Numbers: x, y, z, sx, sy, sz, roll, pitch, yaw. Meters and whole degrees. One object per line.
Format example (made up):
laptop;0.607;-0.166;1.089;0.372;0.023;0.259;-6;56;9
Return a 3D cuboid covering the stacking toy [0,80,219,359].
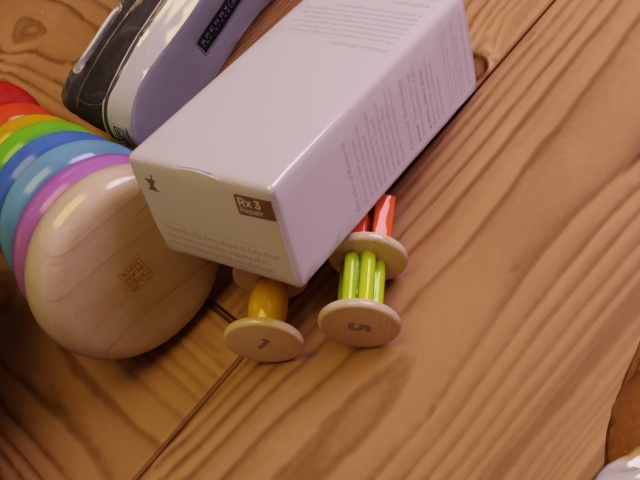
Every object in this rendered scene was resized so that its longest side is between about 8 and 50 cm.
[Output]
stacking toy;-0.213;-0.040;0.861;0.141;0.141;0.330;-48;42;-8

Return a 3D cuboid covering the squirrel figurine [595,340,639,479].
squirrel figurine;0.290;0.078;0.382;0.371;0.281;0.397;-28;45;19

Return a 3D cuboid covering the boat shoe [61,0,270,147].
boat shoe;-0.103;-0.218;0.926;0.105;0.113;0.306;26;83;25

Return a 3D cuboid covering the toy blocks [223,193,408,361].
toy blocks;0.000;0.000;0.747;0.123;0.054;0.148;-12;52;24

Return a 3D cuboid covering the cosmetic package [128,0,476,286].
cosmetic package;-0.003;-0.080;0.737;0.117;0.085;0.231;15;49;34
